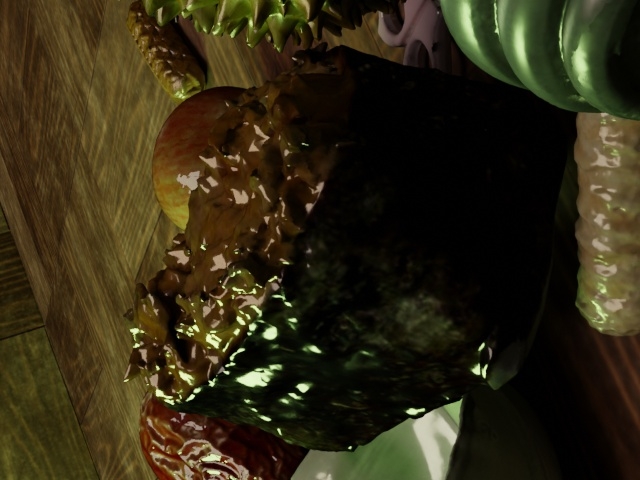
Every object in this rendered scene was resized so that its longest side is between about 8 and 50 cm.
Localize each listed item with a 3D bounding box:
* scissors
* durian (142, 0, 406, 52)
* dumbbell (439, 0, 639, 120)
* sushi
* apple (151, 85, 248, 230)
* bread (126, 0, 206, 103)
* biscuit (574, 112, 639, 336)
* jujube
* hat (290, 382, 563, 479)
[{"bbox_3d":[0.080,-0.167,0.747,0.212,0.021,0.110,121,131,-62],"label":"scissors"},{"bbox_3d":[-0.028,-0.229,0.652,0.258,0.293,0.258,7,109,20],"label":"durian"},{"bbox_3d":[0.186,-0.034,0.389,0.406,0.179,0.179,56,153,34],"label":"dumbbell"},{"bbox_3d":[0.000,0.000,0.758,0.348,0.207,0.234,134,149,-53],"label":"sushi"},{"bbox_3d":[-0.075,-0.064,1.033,0.131,0.146,0.146,2,109,46],"label":"apple"},{"bbox_3d":[-0.168,-0.204,1.274,0.157,0.044,0.052,56,150,35],"label":"bread"},{"bbox_3d":[0.157,-0.054,0.605,0.061,0.055,0.219,-136,36,-59],"label":"biscuit"},{"bbox_3d":[-0.101,0.229,1.320,0.236,0.168,0.168,27,132,41],"label":"jujube"},{"bbox_3d":[0.124,0.222,0.813,0.301,0.168,0.258,52,176,-16],"label":"hat"}]
